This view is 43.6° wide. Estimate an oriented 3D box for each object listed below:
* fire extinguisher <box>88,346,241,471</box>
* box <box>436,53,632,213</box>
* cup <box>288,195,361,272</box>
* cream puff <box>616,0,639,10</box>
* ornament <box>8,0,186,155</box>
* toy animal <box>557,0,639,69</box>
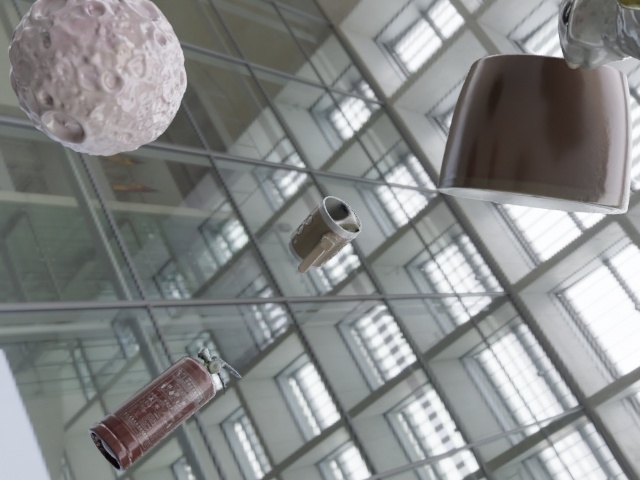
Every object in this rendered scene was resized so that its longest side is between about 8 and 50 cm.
[{"bbox_3d":[-0.264,0.285,1.401,0.105,0.269,0.104,33,-36,29],"label":"fire extinguisher"},{"bbox_3d":[0.338,-0.163,1.262,0.301,0.301,0.216,6,-90,39],"label":"box"},{"bbox_3d":[0.006,0.002,1.214,0.099,0.074,0.102,-45,-142,31],"label":"cup"},{"bbox_3d":[0.226,-0.204,0.466,0.195,0.195,0.220,-44,-123,28],"label":"cream puff"},{"bbox_3d":[-0.331,-0.248,1.185,0.260,0.259,0.225,-11,-132,38],"label":"ornament"},{"bbox_3d":[0.424,-0.300,0.947,0.357,0.194,0.257,-145,-132,-60],"label":"toy animal"}]
